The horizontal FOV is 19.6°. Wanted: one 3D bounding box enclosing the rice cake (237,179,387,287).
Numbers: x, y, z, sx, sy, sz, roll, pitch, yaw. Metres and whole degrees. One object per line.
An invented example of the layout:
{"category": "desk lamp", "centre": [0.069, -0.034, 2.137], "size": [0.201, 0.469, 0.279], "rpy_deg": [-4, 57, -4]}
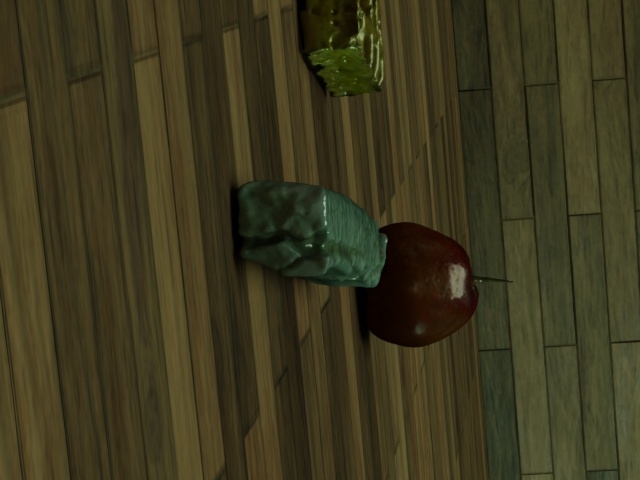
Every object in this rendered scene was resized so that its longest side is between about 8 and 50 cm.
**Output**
{"category": "rice cake", "centre": [0.000, 0.000, 1.325], "size": [0.336, 0.066, 0.063], "rpy_deg": [16, 79, -81]}

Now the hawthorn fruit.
{"category": "hawthorn fruit", "centre": [0.097, 0.040, 1.806], "size": [0.125, 0.140, 0.125], "rpy_deg": [55, -9, 14]}

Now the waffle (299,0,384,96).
{"category": "waffle", "centre": [0.017, -0.242, 1.591], "size": [0.160, 0.055, 0.210], "rpy_deg": [48, 37, -76]}
